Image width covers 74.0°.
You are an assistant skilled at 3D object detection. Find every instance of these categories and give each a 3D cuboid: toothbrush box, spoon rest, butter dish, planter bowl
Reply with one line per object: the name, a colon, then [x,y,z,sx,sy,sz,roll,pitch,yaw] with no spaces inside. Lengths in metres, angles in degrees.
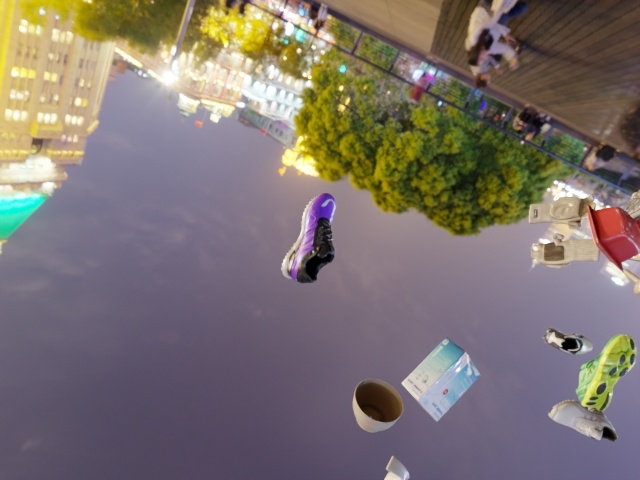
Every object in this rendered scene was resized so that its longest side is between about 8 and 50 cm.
toothbrush box: [0.541,0.619,1.897,0.216,0.295,0.126,53,172,-33]
spoon rest: [0.283,0.913,1.607,0.084,0.277,0.137,24,-130,25]
butter dish: [0.820,-0.024,1.155,0.160,0.118,0.160,36,-134,-24]
planter bowl: [0.175,0.552,1.386,0.161,0.109,0.162,12,-148,-7]

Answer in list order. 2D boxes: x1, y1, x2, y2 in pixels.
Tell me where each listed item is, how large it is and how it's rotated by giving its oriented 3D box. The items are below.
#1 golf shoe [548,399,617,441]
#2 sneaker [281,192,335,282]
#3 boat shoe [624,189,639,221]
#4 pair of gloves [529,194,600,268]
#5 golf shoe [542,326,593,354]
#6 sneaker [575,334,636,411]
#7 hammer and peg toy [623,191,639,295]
golf shoe: [0.673,0.462,1.080,0.176,0.069,0.086,14,-160,-12]
sneaker: [0.000,0.001,1.304,0.102,0.294,0.146,25,177,-42]
boat shoe: [1.005,-0.096,1.246,0.130,0.132,0.355,35,174,18]
pair of gloves: [0.786,-0.026,1.374,0.042,0.204,0.241,25,-118,-38]
golf shoe: [0.870,0.363,1.464,0.197,0.077,0.094,13,-172,-13]
sneaker: [0.935,0.432,1.423,0.109,0.296,0.124,14,-160,-7]
hammer and peg toy: [1.105,0.002,1.440,0.127,0.362,0.266,22,-173,5]
